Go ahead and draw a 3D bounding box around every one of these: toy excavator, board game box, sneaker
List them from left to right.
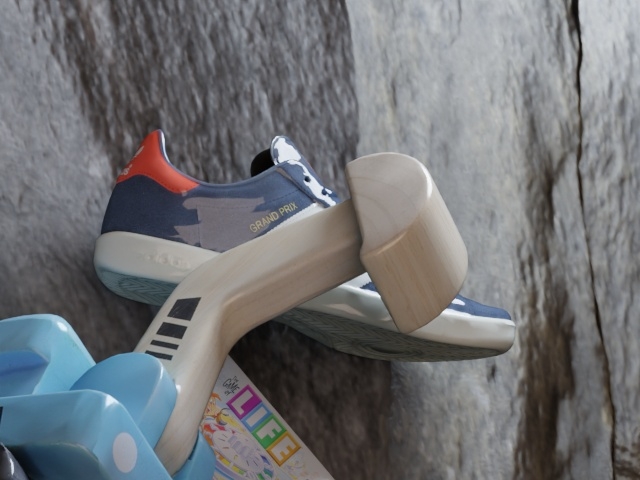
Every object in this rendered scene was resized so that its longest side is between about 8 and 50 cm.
[{"bbox_3d":[-0.143,0.122,1.338,0.222,0.432,0.445,60,35,-34],"label":"toy excavator"},{"bbox_3d":[-0.076,0.168,1.502,0.103,0.026,0.154,-40,88,-25],"label":"board game box"},{"bbox_3d":[0.000,0.000,1.523,0.350,0.131,0.148,15,73,-13],"label":"sneaker"}]
